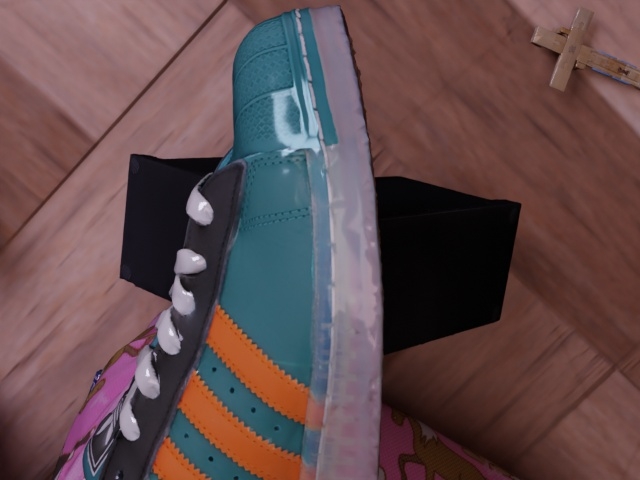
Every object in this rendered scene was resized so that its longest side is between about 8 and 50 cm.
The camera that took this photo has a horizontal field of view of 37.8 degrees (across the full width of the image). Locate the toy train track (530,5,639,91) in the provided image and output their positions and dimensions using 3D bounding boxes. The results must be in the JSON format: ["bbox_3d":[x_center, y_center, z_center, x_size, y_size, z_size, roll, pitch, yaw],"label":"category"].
[{"bbox_3d":[0.158,-0.105,0.544,0.083,0.014,0.048,19,95,-14],"label":"toy train track"}]

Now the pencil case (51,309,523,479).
[{"bbox_3d":[0.033,0.189,0.537,0.386,0.167,0.160,29,62,-10],"label":"pencil case"}]

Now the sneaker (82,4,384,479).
[{"bbox_3d":[-0.038,0.061,0.370,0.121,0.108,0.302,2,104,1],"label":"sneaker"}]

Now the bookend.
[{"bbox_3d":[0.000,0.000,0.519,0.157,0.156,0.072,19,107,37],"label":"bookend"}]
